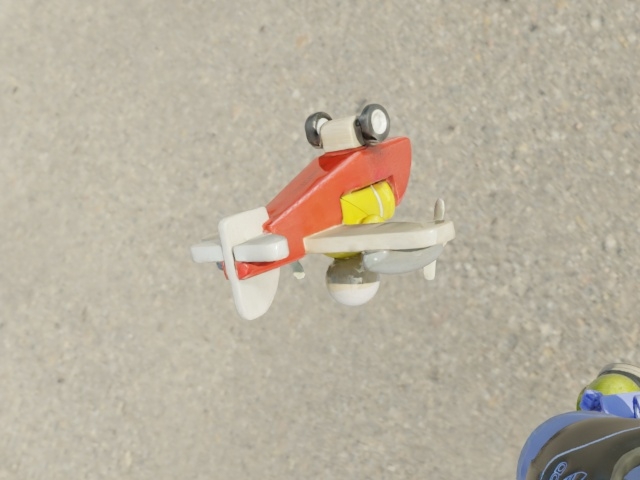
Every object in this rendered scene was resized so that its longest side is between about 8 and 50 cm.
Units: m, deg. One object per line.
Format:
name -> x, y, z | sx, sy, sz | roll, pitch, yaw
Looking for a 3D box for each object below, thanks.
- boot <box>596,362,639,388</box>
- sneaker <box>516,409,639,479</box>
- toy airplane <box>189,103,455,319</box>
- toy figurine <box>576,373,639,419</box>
boot -> 0.476, 0.415, 1.623 | 0.138, 0.284, 0.378 | -3, 109, 41
sneaker -> 0.193, 0.116, 0.387 | 0.232, 0.090, 0.081 | 8, 90, 1
toy airplane -> 0.000, 0.000, 1.549 | 0.384, 0.272, 0.386 | -26, 25, 4
toy figurine -> 0.368, 0.215, 1.092 | 0.191, 0.217, 0.363 | -13, 38, 14
